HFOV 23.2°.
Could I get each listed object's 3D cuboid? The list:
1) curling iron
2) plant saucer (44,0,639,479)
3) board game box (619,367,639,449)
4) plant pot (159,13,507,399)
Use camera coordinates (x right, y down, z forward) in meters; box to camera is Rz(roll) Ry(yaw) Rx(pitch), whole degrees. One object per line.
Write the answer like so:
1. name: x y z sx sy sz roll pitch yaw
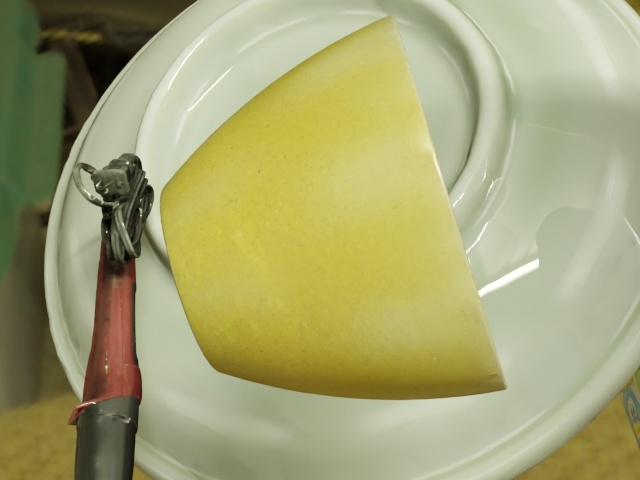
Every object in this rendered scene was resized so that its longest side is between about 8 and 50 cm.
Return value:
1. curling iron: -0.109 0.073 0.763 0.035 0.068 0.274 -5 60 9
2. plant saucer: 0.009 -0.040 0.889 0.400 0.100 0.400 -9 60 16
3. board game box: 0.346 0.097 1.415 0.144 0.142 0.275 -10 53 -5
4. plant pot: 0.000 0.000 0.541 0.095 0.134 0.134 -17 42 6
